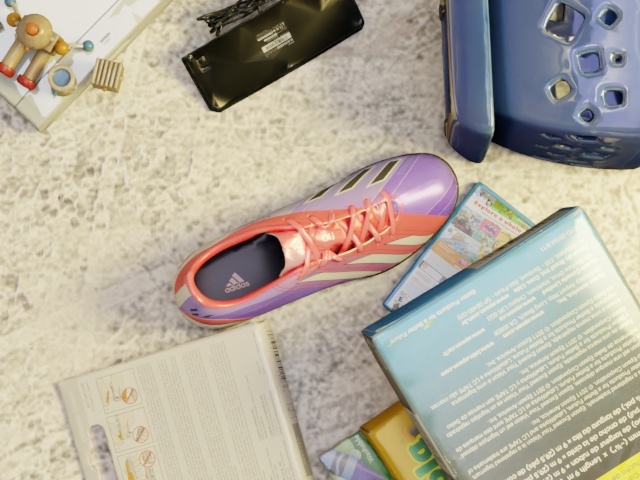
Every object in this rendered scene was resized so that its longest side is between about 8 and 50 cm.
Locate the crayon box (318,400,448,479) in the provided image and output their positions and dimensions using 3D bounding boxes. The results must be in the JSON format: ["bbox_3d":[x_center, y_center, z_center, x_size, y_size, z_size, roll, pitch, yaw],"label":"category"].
[{"bbox_3d":[0.188,0.216,1.828,0.323,0.083,0.203,-33,92,-6],"label":"crayon box"}]

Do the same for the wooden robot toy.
[{"bbox_3d":[-0.282,-0.192,1.807,0.173,0.079,0.076,29,83,0],"label":"wooden robot toy"}]

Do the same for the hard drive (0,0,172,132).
[{"bbox_3d":[-0.339,-0.316,1.879,0.353,0.047,0.233,43,83,2],"label":"hard drive"}]

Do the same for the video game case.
[{"bbox_3d":[0.161,0.038,1.886,0.119,0.015,0.166,38,84,2],"label":"video game case"}]

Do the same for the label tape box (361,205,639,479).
[{"bbox_3d":[0.226,0.170,1.738,0.240,0.106,0.334,-31,92,-6],"label":"label tape box"}]

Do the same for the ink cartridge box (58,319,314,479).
[{"bbox_3d":[-0.136,0.197,1.845,0.224,0.056,0.181,-17,85,14],"label":"ink cartridge box"}]

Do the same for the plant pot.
[{"bbox_3d":[0.229,-0.195,1.812,0.212,0.236,0.236,-2,85,2],"label":"plant pot"}]

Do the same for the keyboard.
[{"bbox_3d":[-0.056,-0.222,1.900,0.192,0.038,0.100,-30,110,-7],"label":"keyboard"}]

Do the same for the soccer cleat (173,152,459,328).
[{"bbox_3d":[0.000,0.000,1.829,0.318,0.116,0.108,-24,86,-5],"label":"soccer cleat"}]
